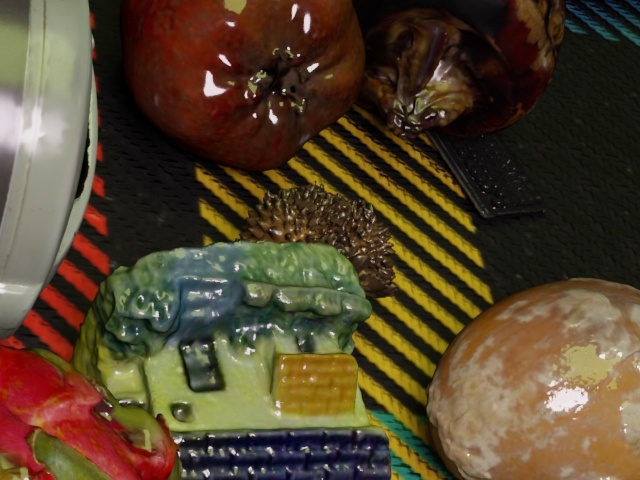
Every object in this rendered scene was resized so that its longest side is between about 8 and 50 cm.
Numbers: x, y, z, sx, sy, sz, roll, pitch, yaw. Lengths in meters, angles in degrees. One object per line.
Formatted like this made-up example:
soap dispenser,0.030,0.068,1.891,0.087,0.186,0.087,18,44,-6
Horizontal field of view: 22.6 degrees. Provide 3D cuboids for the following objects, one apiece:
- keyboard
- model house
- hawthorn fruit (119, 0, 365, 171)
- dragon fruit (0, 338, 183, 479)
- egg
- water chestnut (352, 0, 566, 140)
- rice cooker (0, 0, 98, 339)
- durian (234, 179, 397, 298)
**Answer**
keyboard,0.131,-0.110,1.529,0.093,0.025,0.230,-8,54,-36
model house,-0.054,0.131,1.097,0.194,0.170,0.211,3,49,-29
hawthorn fruit,-0.086,-0.178,1.362,0.208,0.208,0.248,-8,34,-33
dragon fruit,-0.195,0.181,0.930,0.302,0.231,0.237,35,8,-4
egg,0.189,0.124,1.218,0.233,0.195,0.195,2,49,-31
water chestnut,0.110,-0.188,1.427,0.223,0.224,0.238,23,49,-6
rice cooker,-0.290,-0.082,1.100,0.277,0.288,0.288,10,46,-20
durian,0.000,0.000,1.243,0.148,0.188,0.091,8,90,-18
